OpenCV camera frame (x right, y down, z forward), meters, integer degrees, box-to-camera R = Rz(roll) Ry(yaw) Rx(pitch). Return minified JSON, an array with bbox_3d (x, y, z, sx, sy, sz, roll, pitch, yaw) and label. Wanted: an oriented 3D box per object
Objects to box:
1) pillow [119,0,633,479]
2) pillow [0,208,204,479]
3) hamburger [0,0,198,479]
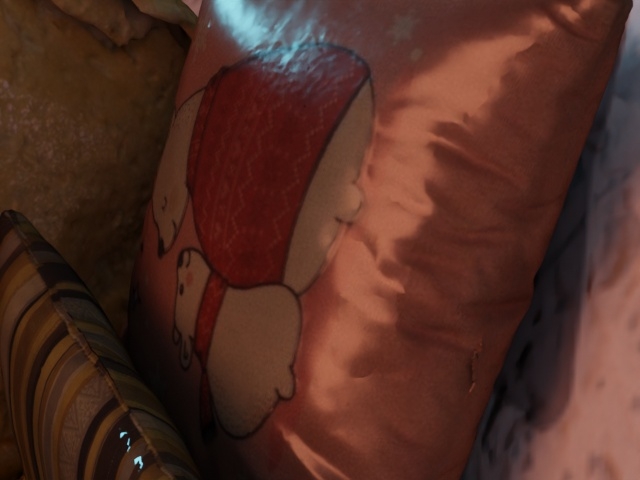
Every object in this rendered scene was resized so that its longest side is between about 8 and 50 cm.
[{"bbox_3d":[0.000,0.000,0.662,0.223,0.084,0.236,25,103,56],"label":"pillow"},{"bbox_3d":[-0.063,0.118,0.657,0.212,0.052,0.208,-131,26,-56],"label":"pillow"},{"bbox_3d":[-0.154,-0.012,0.767,0.146,0.243,0.286,28,138,58],"label":"hamburger"}]
